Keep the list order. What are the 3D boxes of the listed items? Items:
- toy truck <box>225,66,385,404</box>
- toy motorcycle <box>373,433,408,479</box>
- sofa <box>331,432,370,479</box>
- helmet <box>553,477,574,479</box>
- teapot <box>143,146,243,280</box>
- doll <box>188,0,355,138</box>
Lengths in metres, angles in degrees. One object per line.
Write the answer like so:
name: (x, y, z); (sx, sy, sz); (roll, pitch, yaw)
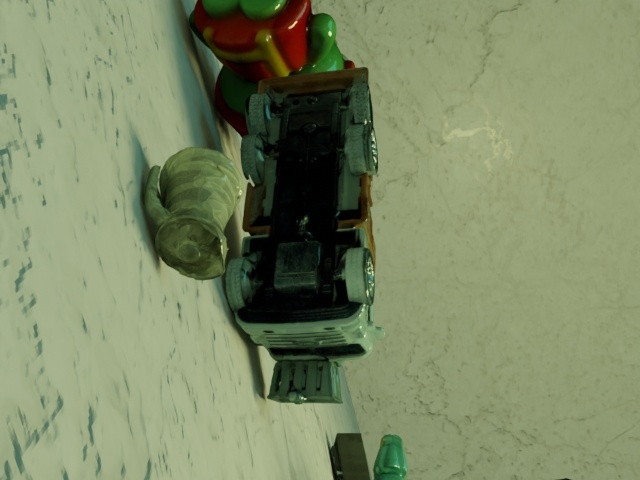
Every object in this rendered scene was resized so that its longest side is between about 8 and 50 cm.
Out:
toy truck: (0.000, 0.000, 0.782); (0.184, 0.132, 0.338); (68, 21, -56)
toy motorcycle: (0.115, 0.502, 1.379); (0.198, 0.109, 0.297); (92, 4, -51)
sofa: (0.049, 0.419, 1.331); (0.147, 0.060, 0.085); (-102, -166, -49)
helmet: (0.252, 0.468, 0.832); (0.338, 0.230, 0.385); (63, -17, 12)
teapot: (-0.081, -0.018, 0.483); (0.067, 0.057, 0.083); (32, 29, -26)
doll: (-0.038, -0.184, 0.969); (0.363, 0.182, 0.160); (52, 45, -64)
